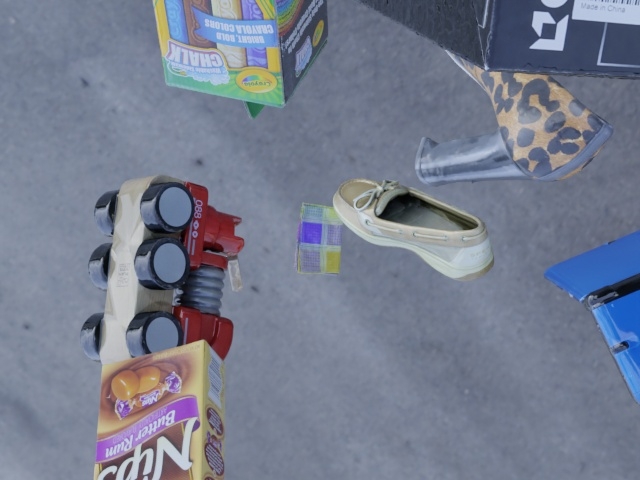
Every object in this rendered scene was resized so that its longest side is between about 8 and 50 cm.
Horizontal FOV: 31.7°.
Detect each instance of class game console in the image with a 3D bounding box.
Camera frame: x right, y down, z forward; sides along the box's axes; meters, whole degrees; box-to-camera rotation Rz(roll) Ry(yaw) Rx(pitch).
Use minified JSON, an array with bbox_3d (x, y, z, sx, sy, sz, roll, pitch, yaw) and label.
[{"bbox_3d":[0.508,0.083,1.593,0.173,0.293,0.250,88,159,-75],"label":"game console"}]

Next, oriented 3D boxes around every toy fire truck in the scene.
[{"bbox_3d":[-0.147,0.054,1.308,0.246,0.217,0.158,13,166,-43],"label":"toy fire truck"}]

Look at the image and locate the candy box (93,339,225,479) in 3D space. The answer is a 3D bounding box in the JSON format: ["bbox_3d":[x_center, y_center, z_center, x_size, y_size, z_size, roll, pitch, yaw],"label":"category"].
[{"bbox_3d":[-0.143,0.190,1.012,0.109,0.187,0.053,-15,142,14],"label":"candy box"}]

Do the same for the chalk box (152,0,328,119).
[{"bbox_3d":[-0.101,-0.301,1.492,0.179,0.180,0.289,14,135,16],"label":"chalk box"}]

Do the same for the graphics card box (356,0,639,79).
[{"bbox_3d":[0.221,-0.142,0.595,0.371,0.233,0.094,0,110,-13],"label":"graphics card box"}]

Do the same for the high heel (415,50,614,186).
[{"bbox_3d":[0.169,-0.169,0.888,0.093,0.261,0.186,16,169,-36],"label":"high heel"}]

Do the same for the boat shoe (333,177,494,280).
[{"bbox_3d":[0.069,-0.020,0.876,0.153,0.056,0.048,32,147,39],"label":"boat shoe"}]

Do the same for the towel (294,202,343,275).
[{"bbox_3d":[0.000,0.000,1.329,0.060,0.083,0.009,8,176,-27],"label":"towel"}]
